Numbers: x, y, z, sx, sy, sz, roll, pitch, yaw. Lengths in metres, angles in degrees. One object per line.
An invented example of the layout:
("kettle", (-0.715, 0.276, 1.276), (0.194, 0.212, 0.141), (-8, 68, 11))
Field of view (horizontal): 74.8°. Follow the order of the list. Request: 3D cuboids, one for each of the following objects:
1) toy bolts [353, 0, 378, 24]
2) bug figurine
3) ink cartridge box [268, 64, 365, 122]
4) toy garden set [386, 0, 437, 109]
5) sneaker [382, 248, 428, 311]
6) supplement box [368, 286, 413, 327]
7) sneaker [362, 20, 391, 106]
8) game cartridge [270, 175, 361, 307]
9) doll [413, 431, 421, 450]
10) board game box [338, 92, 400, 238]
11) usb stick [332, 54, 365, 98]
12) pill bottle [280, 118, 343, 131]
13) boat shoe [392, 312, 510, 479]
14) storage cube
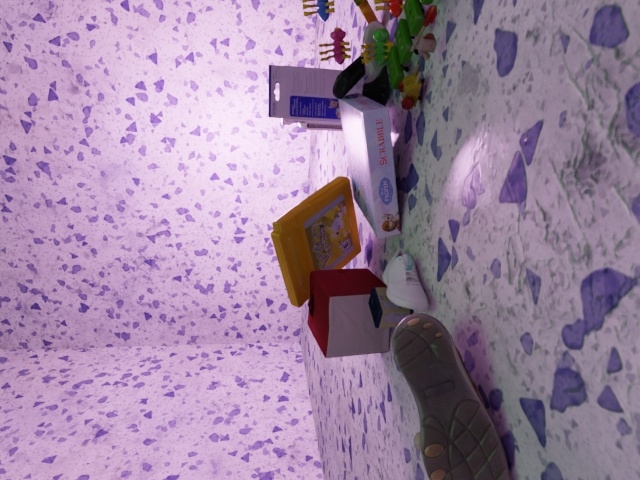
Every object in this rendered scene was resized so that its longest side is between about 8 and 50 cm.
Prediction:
("toy bolts", (0.153, -0.739, 1.162), (0.218, 0.158, 0.228), (30, -142, -53))
("bug figurine", (0.096, -0.559, 1.064), (0.072, 0.279, 0.216), (-52, -35, -53))
("ink cartridge box", (-0.003, -0.459, 1.336), (0.065, 0.332, 0.165), (-154, 66, -77))
("toy garden set", (0.211, -0.426, 0.895), (0.244, 0.049, 0.204), (106, 164, -58))
("sneaker", (0.189, 0.080, 0.933), (0.212, 0.080, 0.094), (-110, 34, -70))
("supplement box", (0.168, 0.160, 1.006), (0.083, 0.083, 0.056), (-100, 14, -51))
("sneaker", (0.160, -0.475, 1.160), (0.086, 0.085, 0.237), (-39, -49, -58))
("game cartridge", (0.000, 0.000, 1.261), (0.052, 0.323, 0.285), (14, 130, 37))
("doll", (0.218, 0.399, 0.788), (0.189, 0.046, 0.129), (104, 156, -80))
("board game box", (0.127, -0.214, 1.127), (0.318, 0.066, 0.319), (-107, 5, -63))
("usb stick", (0.103, -0.485, 1.206), (0.278, 0.045, 0.077), (-58, -5, -46))
("pill bottle", (0.001, -0.474, 1.489), (0.162, 0.278, 0.162), (180, 90, -80))
("boat shoe", (0.215, 0.277, 0.675), (0.116, 0.123, 0.324), (30, -136, -61))
("storage cube", (0.081, 0.197, 1.183), (0.193, 0.215, 0.184), (-134, 45, -68))
